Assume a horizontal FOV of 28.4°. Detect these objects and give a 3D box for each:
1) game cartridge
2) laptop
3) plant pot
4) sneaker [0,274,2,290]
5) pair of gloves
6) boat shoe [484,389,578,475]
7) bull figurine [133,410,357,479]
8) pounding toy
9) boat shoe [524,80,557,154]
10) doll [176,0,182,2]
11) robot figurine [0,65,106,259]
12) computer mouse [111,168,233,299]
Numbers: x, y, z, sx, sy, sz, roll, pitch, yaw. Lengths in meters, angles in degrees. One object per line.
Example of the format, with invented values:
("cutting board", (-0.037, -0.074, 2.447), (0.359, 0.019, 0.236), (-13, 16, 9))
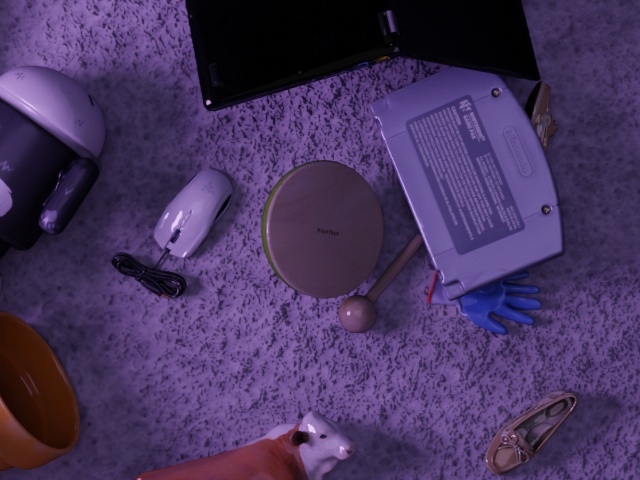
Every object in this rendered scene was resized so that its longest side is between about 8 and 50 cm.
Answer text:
("game cartridge", (0.209, -0.090, 1.719), (0.198, 0.062, 0.297), (-22, 79, 4))
("laptop", (0.041, -0.368, 1.699), (0.408, 0.236, 0.382), (-15, 73, 13))
("plant pot", (-0.447, 0.223, 1.634), (0.188, 0.205, 0.205), (-29, 85, 11))
("sneaker", (-0.493, 0.101, 1.695), (0.072, 0.077, 0.178), (30, 83, 1))
("pair of gloves", (0.238, 0.025, 1.751), (0.159, 0.023, 0.198), (13, 84, 0))
("boat shoe", (0.286, 0.259, 1.712), (0.153, 0.048, 0.056), (-38, 86, -5))
("bull figurine", (-0.093, 0.342, 1.666), (0.310, 0.101, 0.188), (-14, 89, 0))
("pounding toy", (0.000, 0.000, 1.722), (0.237, 0.110, 0.183), (40, 71, -26))
("boat shoe", (0.305, -0.153, 1.762), (0.045, 0.050, 0.135), (12, 90, -7))
("doll", (-0.147, -0.367, 1.772), (0.129, 0.046, 0.189), (-41, 85, -16))
("robot figurine", (-0.406, -0.097, 1.675), (0.209, 0.173, 0.278), (36, 84, -7))
("computer mouse", (-0.192, -0.018, 1.734), (0.106, 0.042, 0.193), (33, 84, 3))
